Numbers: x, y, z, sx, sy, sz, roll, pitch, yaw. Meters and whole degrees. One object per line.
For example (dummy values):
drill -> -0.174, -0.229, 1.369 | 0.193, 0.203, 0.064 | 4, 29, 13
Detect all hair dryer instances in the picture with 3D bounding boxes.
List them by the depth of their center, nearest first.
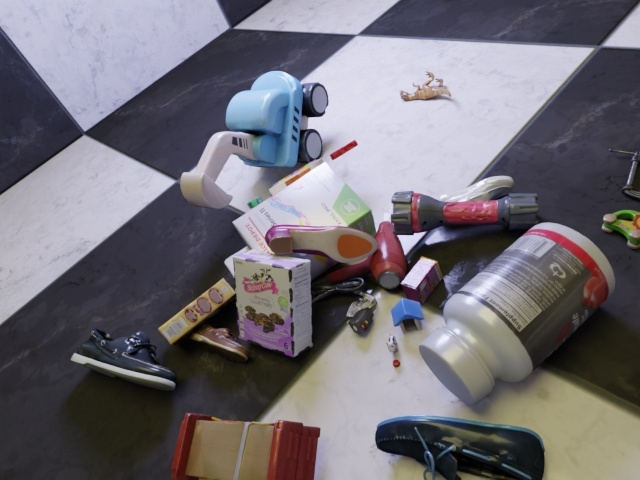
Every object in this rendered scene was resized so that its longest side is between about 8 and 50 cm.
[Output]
hair dryer -> 0.088, 0.060, 1.152 | 0.224, 0.080, 0.293 | 20, 58, 43

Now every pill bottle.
pill bottle -> 0.328, 0.127, 0.874 | 0.319, 0.176, 0.176 | -38, 41, -12

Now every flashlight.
flashlight -> 0.310, -0.063, 1.110 | 0.305, 0.103, 0.103 | 0, 43, 19

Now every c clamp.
c clamp -> 0.686, -0.138, 1.084 | 0.137, 0.022, 0.160 | 8, 50, 28

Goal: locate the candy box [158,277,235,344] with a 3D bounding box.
candy box -> -0.289, 0.172, 1.216 | 0.187, 0.109, 0.053 | -40, 87, -14

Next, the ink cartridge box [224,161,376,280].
ink cartridge box -> -0.067, -0.009, 1.240 | 0.354, 0.119, 0.207 | -35, 58, -8

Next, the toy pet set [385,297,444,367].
toy pet set -> 0.185, 0.172, 0.991 | 0.122, 0.065, 0.114 | -17, 41, 12

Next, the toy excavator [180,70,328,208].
toy excavator -> -0.203, -0.299, 1.480 | 0.223, 0.445, 0.432 | 7, 93, 34

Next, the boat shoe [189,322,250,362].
boat shoe -> -0.225, 0.227, 1.158 | 0.178, 0.064, 0.060 | 10, 54, 39

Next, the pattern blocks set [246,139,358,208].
pattern blocks set -> -0.066, -0.180, 1.418 | 0.325, 0.026, 0.285 | -33, 8, -11

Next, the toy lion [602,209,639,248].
toy lion -> 0.625, -0.031, 0.995 | 0.096, 0.034, 0.100 | -26, 39, -9

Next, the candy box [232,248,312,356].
candy box -> -0.102, 0.129, 1.090 | 0.165, 0.196, 0.070 | 9, 18, 36

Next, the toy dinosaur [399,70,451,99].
toy dinosaur -> 0.351, -0.471, 1.598 | 0.212, 0.064, 0.112 | 9, 69, 47

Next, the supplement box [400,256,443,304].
supplement box -> 0.215, 0.084, 1.076 | 0.043, 0.055, 0.083 | 20, 58, 43

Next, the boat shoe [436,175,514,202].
boat shoe -> 0.361, -0.094, 1.182 | 0.184, 0.066, 0.063 | -15, 56, 11

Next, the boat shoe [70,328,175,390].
boat shoe -> -0.448, 0.267, 1.190 | 0.340, 0.127, 0.113 | -2, 57, 40

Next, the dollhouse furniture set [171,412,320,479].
dollhouse furniture set -> -0.141, 0.477, 0.816 | 0.202, 0.152, 0.373 | -4, 63, 25

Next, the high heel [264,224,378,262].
high heel -> 0.000, 0.000, 1.128 | 0.244, 0.082, 0.117 | -4, 15, -7

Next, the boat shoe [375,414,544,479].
boat shoe -> 0.206, 0.328, 0.786 | 0.259, 0.109, 0.088 | -7, 48, 25
